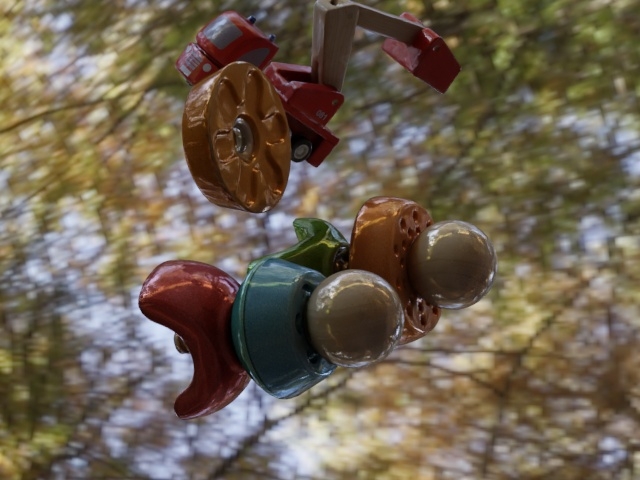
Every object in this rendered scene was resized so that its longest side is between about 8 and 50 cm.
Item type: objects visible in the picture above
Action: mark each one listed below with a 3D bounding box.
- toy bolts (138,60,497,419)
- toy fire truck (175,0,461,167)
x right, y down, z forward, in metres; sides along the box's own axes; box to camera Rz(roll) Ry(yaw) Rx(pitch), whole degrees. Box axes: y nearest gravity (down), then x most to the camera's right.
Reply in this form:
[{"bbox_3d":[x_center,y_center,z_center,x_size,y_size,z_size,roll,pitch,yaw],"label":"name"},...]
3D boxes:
[{"bbox_3d":[0.000,0.000,1.238,0.228,0.158,0.218,-50,-54,-52],"label":"toy bolts"},{"bbox_3d":[0.001,-0.126,1.387,0.135,0.047,0.192,-51,-44,7],"label":"toy fire truck"}]
